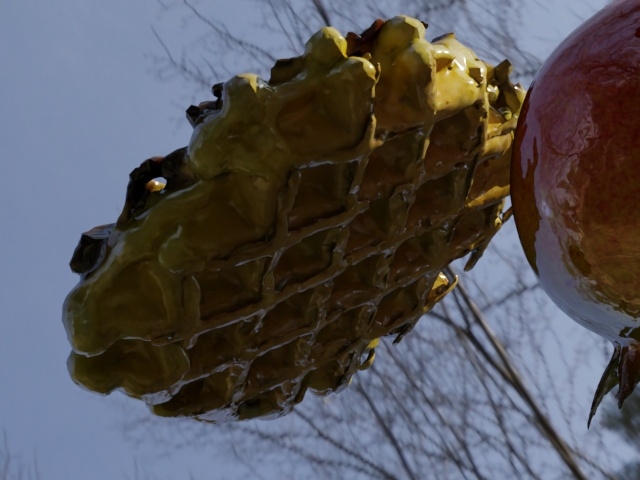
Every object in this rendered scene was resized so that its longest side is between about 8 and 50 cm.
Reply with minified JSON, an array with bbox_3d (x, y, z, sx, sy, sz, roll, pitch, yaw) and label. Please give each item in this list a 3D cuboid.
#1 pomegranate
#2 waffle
[{"bbox_3d":[0.206,-0.015,0.805,0.221,0.221,0.256,9,-92,-16],"label":"pomegranate"},{"bbox_3d":[0.000,0.000,1.159,0.379,0.095,0.382,-48,-30,13],"label":"waffle"}]
